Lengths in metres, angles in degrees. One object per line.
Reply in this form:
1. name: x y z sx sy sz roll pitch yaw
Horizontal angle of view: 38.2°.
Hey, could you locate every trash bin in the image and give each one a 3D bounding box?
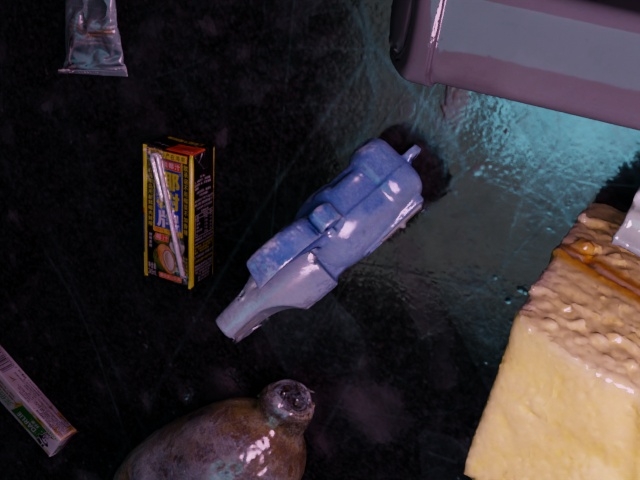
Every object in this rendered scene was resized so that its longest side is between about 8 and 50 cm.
1. trash bin: 0.172 -0.172 0.740 0.236 0.177 0.101 18 118 18

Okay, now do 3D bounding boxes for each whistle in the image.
1. whistle: 0.000 0.000 0.920 0.269 0.180 0.093 -41 83 1

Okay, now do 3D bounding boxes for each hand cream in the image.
1. hand cream: -0.265 -0.301 1.014 0.075 0.052 0.247 12 116 27

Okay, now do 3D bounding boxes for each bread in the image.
1. bread: 0.274 0.131 0.756 0.236 0.263 0.198 23 123 20

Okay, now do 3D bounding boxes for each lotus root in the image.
1. lotus root: -0.131 0.286 1.120 0.349 0.175 0.175 -38 88 35

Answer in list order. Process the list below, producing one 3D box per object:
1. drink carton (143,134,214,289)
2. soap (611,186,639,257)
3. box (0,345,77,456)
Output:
1. drink carton: -0.165 -0.033 1.067 0.071 0.056 0.165 13 116 22
2. soap: 0.347 0.011 0.750 0.198 0.114 0.063 31 123 18
3. box: -0.442 0.223 1.347 0.207 0.041 0.050 46 122 6
